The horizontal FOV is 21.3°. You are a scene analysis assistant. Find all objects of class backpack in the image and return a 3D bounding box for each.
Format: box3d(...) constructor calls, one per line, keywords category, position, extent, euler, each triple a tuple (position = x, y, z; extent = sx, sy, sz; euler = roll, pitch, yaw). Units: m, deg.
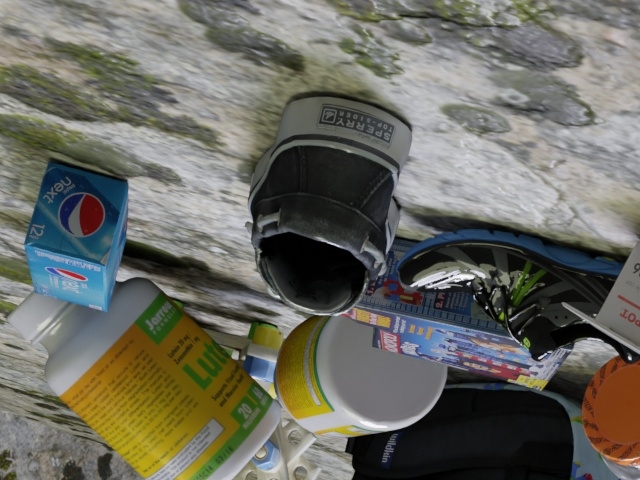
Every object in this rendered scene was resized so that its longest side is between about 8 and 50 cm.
box3d(category="backpack", position=(0.186, 0.271, 1.686), extent=(0.273, 0.290, 0.355), euler=(24, 155, -14))

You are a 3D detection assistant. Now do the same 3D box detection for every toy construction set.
box3d(category="toy construction set", position=(-0.104, 0.160, 1.816), extent=(0.215, 0.151, 0.328), euler=(10, 155, 19))

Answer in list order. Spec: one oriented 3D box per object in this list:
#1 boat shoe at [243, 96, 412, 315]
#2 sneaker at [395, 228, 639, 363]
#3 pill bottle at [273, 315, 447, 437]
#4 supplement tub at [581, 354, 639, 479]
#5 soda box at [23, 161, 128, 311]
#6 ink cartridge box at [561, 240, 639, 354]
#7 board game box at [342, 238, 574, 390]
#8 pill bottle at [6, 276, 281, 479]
box3d(category="boat shoe", position=(0.000, 0.000, 1.110), extent=(0.108, 0.102, 0.301), euler=(15, 166, -3))
box3d(category="sneaker", position=(0.142, 0.041, 1.177), extent=(0.188, 0.078, 0.067), euler=(13, 166, 10))
box3d(category="pill bottle", position=(0.026, 0.117, 1.527), extent=(0.117, 0.118, 0.208), euler=(18, 166, -13))
box3d(category="supplement tub", position=(0.305, 0.161, 1.409), extent=(0.117, 0.117, 0.190), euler=(2, 161, 43))
box3d(category="soda box", position=(-0.197, 0.001, 1.393), extent=(0.067, 0.071, 0.210), euler=(15, 167, -4))
box3d(category="ink cartridge box", position=(0.262, 0.066, 1.103), extent=(0.198, 0.067, 0.115), euler=(25, -175, -39))
box3d(category="board game box", position=(0.094, 0.051, 1.310), extent=(0.194, 0.060, 0.194), euler=(15, 167, 4))
box3d(category="pill bottle", position=(-0.166, 0.121, 1.573), extent=(0.245, 0.136, 0.136), euler=(45, 162, -6))
